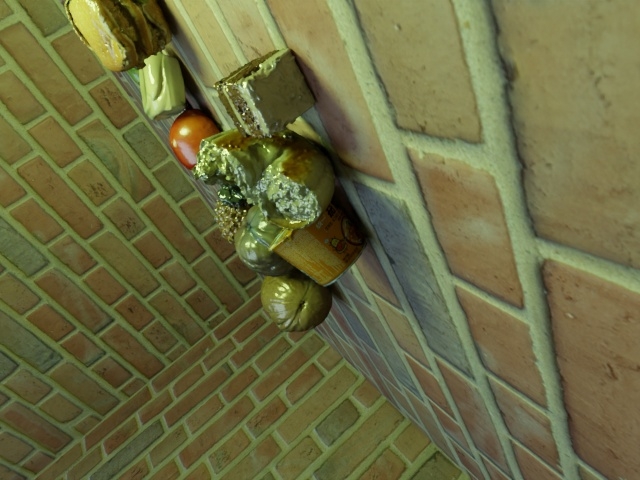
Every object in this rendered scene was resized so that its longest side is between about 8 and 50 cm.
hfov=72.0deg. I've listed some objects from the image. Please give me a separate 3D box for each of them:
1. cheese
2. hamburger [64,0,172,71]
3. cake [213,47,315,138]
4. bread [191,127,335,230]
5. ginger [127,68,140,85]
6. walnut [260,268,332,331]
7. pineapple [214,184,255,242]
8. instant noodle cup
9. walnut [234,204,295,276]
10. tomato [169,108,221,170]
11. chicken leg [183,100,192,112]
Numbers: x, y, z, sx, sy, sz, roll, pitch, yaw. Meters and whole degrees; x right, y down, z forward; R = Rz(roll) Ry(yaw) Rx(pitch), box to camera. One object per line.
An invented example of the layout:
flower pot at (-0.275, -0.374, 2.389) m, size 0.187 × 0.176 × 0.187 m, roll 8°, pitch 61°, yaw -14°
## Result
cheese at (-0.543, -0.535, 1.492) m, size 0.266 × 0.127 × 0.233 m, roll 11°, pitch 111°, yaw 62°
hamburger at (-0.545, -0.610, 1.189) m, size 0.260 × 0.211 × 0.245 m, roll 42°, pitch 158°, yaw 9°
cake at (-0.103, -0.277, 0.847) m, size 0.147 × 0.135 × 0.134 m, roll 25°, pitch 151°, yaw 49°
bread at (-0.106, -0.156, 0.978) m, size 0.314 × 0.192 × 0.171 m, roll 20°, pitch 141°, yaw 13°
ginger at (-0.812, -0.772, 1.865) m, size 0.289 × 0.089 × 0.137 m, roll 58°, pitch -177°, yaw -42°
walnut at (-0.104, 0.235, 1.865) m, size 0.333 × 0.333 × 0.332 m, roll 46°, pitch 166°, yaw 16°
pineapple at (-0.343, -0.154, 1.812) m, size 0.223 × 0.223 × 0.357 m, roll 42°, pitch 153°, yaw 30°
instant noodle cup at (0.000, 0.000, 1.110) m, size 0.172 × 0.215 × 0.216 m, roll 44°, pitch 167°, yaw -9°
walnut at (-0.153, -0.003, 1.453) m, size 0.248 × 0.248 × 0.248 m, roll 46°, pitch 166°, yaw 16°
tomato at (-0.451, -0.356, 1.621) m, size 0.260 × 0.180 × 0.259 m, roll 47°, pitch 163°, yaw 19°
chicken leg at (-0.520, -0.511, 1.730) m, size 0.145 × 0.038 × 0.062 m, roll 59°, pitch -174°, yaw -30°
